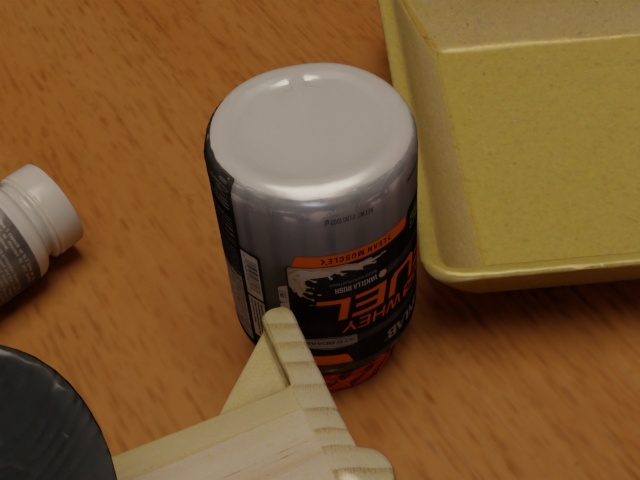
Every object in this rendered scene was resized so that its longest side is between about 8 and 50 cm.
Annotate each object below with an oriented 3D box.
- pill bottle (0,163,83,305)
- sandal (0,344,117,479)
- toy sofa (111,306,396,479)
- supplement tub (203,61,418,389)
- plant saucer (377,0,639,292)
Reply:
[{"bbox_3d":[-0.236,0.011,0.688,0.078,0.078,0.137,35,60,30],"label":"pill bottle"},{"bbox_3d":[-0.109,0.252,0.301,0.167,0.107,0.446,-12,85,-13],"label":"sandal"},{"bbox_3d":[-0.137,0.191,0.472,0.362,0.150,0.177,-20,53,-13],"label":"toy sofa"},{"bbox_3d":[0.000,0.000,0.603,0.117,0.190,0.117,-3,49,3],"label":"supplement tub"},{"bbox_3d":[0.219,-0.088,0.738,0.332,0.081,0.333,-5,49,0],"label":"plant saucer"}]
